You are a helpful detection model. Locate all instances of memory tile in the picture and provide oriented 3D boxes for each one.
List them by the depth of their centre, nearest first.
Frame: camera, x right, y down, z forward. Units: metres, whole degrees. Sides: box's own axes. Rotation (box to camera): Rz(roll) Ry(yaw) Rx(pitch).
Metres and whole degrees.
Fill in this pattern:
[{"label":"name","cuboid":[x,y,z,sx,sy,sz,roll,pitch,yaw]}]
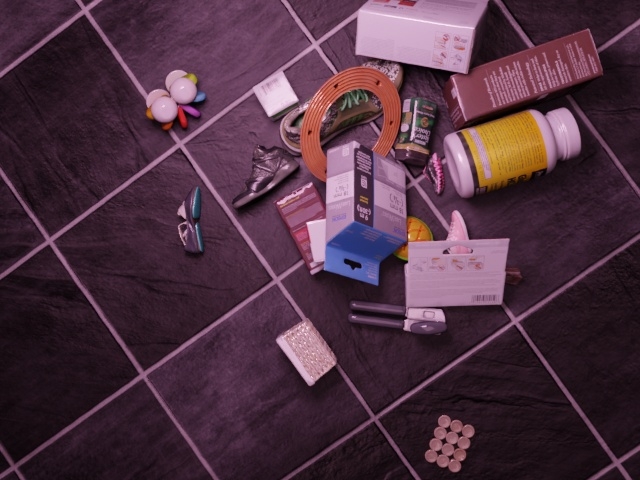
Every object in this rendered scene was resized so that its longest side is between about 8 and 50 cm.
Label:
[{"label":"memory tile","cuboid":[0.379,0.595,1.880,0.113,0.012,0.148,21,92,3]}]

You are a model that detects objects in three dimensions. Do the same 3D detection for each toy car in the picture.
[{"label":"toy car","cuboid":[-0.411,-0.397,1.866,0.182,0.159,0.136,-44,122,3]}]

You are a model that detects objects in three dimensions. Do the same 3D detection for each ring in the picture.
[{"label":"ring","cuboid":[0.083,-0.315,1.772,0.336,0.337,0.032,-53,44,3]}]

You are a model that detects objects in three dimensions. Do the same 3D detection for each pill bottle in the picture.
[{"label":"pill bottle","cuboid":[0.525,-0.248,1.769,0.334,0.188,0.187,-17,90,4]}]

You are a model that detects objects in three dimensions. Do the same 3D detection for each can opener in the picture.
[{"label":"can opener","cuboid":[0.221,0.222,1.843,0.284,0.095,0.075,7,91,3]}]

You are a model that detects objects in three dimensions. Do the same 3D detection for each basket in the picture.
[{"label":"basket","cuboid":[-0.037,0.317,1.854,0.103,0.113,0.167,-37,89,2]}]

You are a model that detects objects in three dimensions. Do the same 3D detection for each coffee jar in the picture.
[{"label":"coffee jar","cuboid":[0.272,-0.309,1.832,0.096,0.079,0.184,9,92,-31]}]

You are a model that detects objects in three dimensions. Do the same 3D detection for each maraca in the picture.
[{"label":"maraca","cuboid":[0.238,-0.019,1.841,0.127,0.099,0.186,-42,66,-9]}]

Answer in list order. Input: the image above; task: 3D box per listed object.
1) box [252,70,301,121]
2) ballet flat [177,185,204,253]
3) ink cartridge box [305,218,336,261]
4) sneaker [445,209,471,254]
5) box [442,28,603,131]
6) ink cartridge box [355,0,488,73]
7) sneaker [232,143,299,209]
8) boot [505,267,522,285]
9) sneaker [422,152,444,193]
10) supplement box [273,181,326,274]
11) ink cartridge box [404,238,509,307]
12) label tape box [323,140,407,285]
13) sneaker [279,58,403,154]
[{"label":"box","cuboid":[-0.125,-0.416,1.861,0.101,0.087,0.102,-29,90,4]},{"label":"ballet flat","cuboid":[-0.387,-0.060,1.895,0.074,0.074,0.203,-3,93,4]},{"label":"ink cartridge box","cuboid":[0.000,0.000,1.755,0.063,0.150,0.109,-13,90,-1]},{"label":"sneaker","cuboid":[0.385,-0.016,1.850,0.070,0.051,0.134,-16,94,-1]},{"label":"box","cuboid":[0.544,-0.433,1.764,0.382,0.191,0.143,-17,90,4]},{"label":"ink cartridge box","cuboid":[0.287,-0.589,1.754,0.310,0.272,0.130,15,131,16]},{"label":"sneaker","cuboid":[-0.185,-0.192,1.872,0.227,0.087,0.130,-40,86,0]},{"label":"boot","cuboid":[0.525,0.076,1.849,0.114,0.037,0.106,6,104,7]},{"label":"sneaker","cuboid":[0.324,-0.191,1.862,0.057,0.047,0.119,-8,90,26]},{"label":"supplement box","cuboid":[-0.023,-0.035,1.867,0.130,0.073,0.239,-27,90,3]},{"label":"ink cartridge box","cuboid":[0.373,0.080,1.787,0.275,0.060,0.238,-2,126,4]},{"label":"label tape box","cuboid":[0.126,-0.067,1.727,0.106,0.241,0.333,-13,69,40]},{"label":"sneaker","cuboid":[0.061,-0.385,1.801,0.410,0.182,0.158,-35,88,3]}]
